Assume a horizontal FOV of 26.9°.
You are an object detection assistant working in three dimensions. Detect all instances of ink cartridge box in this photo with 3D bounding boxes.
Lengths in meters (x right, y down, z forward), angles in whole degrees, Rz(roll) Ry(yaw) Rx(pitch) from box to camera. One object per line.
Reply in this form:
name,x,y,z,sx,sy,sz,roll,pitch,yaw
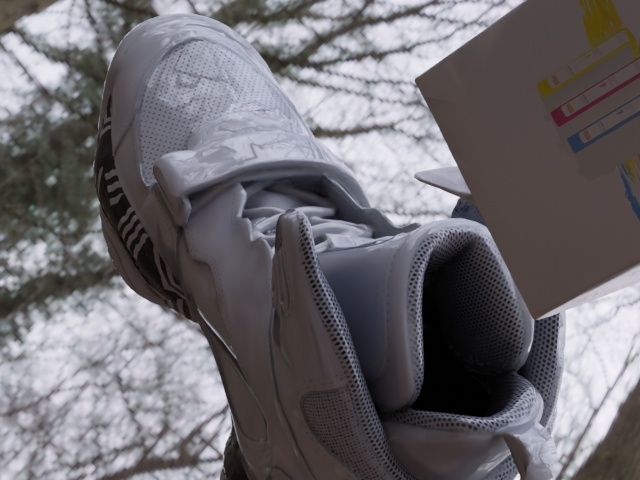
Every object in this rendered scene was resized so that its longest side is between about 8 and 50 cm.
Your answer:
ink cartridge box,0.110,-0.042,0.428,0.143,0.092,0.090,-33,-104,36

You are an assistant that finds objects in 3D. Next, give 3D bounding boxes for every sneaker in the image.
sneaker,0.000,0.000,0.626,0.366,0.137,0.210,69,-29,25
